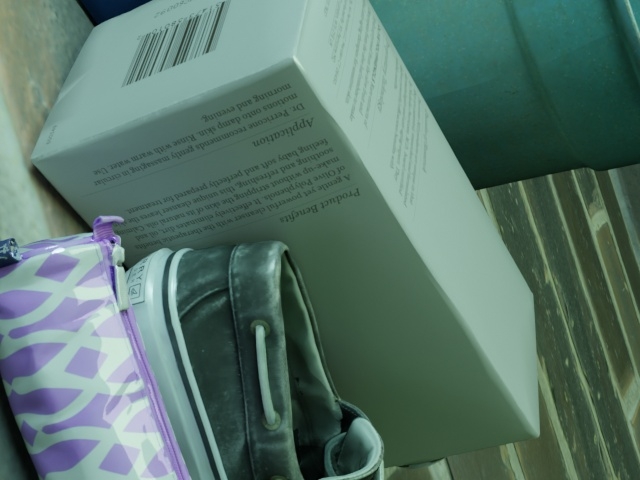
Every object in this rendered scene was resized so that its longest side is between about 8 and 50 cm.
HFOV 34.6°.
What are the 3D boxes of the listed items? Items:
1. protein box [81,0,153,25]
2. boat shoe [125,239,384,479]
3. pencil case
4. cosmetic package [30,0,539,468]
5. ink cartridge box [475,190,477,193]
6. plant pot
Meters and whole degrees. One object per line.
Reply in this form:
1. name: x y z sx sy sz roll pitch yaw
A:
1. protein box: -0.099 -0.256 0.750 0.200 0.136 0.201 57 29 -29
2. boat shoe: -0.017 0.151 0.655 0.121 0.119 0.335 -72 146 -55
3. pencil case: -0.114 0.090 0.548 0.086 0.088 0.206 -47 119 -79
4. cosmetic package: 0.000 0.000 0.721 0.365 0.197 0.155 55 30 -37
5. ink cartridge box: 0.138 -0.199 1.323 0.223 0.045 0.224 53 30 -37
6. plant pot: 0.128 -0.185 0.945 0.341 0.334 0.341 45 36 -47
